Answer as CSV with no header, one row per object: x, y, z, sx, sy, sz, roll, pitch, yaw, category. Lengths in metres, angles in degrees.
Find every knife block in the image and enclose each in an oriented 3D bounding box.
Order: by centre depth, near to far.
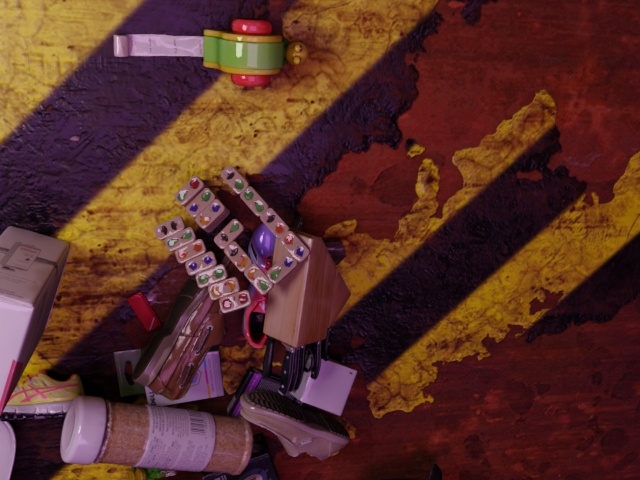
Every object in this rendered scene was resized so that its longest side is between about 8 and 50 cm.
-0.054,0.145,1.266,0.242,0.088,0.276,-55,142,-24,knife block

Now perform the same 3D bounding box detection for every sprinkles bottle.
-0.310,0.384,1.301,0.355,0.121,0.121,17,106,-30,sprinkles bottle

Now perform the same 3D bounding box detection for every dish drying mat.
-0.347,0.140,1.318,0.032,0.008,0.083,-26,114,-1,dish drying mat

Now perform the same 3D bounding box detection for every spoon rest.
-0.651,0.452,1.327,0.137,0.084,0.277,-16,114,-7,spoon rest

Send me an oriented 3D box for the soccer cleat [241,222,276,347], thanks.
-0.108,0.089,1.305,0.083,0.095,0.248,7,110,-12,soccer cleat

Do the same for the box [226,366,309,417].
-0.105,0.348,1.443,0.162,0.029,0.116,24,104,-19,box

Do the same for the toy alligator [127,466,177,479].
-0.351,0.468,1.387,0.056,0.189,0.051,-2,72,-42,toy alligator

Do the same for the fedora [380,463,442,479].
0.178,0.665,1.536,0.152,0.334,0.334,10,111,16,fedora

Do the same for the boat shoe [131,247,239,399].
-0.232,0.156,1.278,0.104,0.110,0.307,36,85,-22,boat shoe

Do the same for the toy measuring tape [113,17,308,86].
-0.179,-0.319,1.124,0.329,0.121,0.122,-1,111,-13,toy measuring tape

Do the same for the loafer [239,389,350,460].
-0.060,0.397,1.401,0.268,0.102,0.092,28,97,-23,loafer

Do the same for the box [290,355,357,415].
0.004,0.296,1.401,0.101,0.087,0.101,24,83,-21,box

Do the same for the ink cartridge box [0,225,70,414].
-0.528,0.124,1.121,0.117,0.283,0.207,18,105,-15,ink cartridge box

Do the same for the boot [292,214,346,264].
0.000,0.000,1.328,0.114,0.037,0.107,5,122,-12,boot

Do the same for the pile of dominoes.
-0.170,-0.003,1.203,0.196,0.040,0.251,-44,73,1,pile of dominoes

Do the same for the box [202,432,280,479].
-0.166,0.539,1.475,0.147,0.077,0.180,-18,113,-6,box

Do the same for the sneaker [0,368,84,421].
-0.560,0.296,1.291,0.208,0.081,0.094,5,65,-24,sneaker

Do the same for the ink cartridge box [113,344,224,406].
-0.304,0.269,1.348,0.209,0.062,0.109,-7,112,-10,ink cartridge box
